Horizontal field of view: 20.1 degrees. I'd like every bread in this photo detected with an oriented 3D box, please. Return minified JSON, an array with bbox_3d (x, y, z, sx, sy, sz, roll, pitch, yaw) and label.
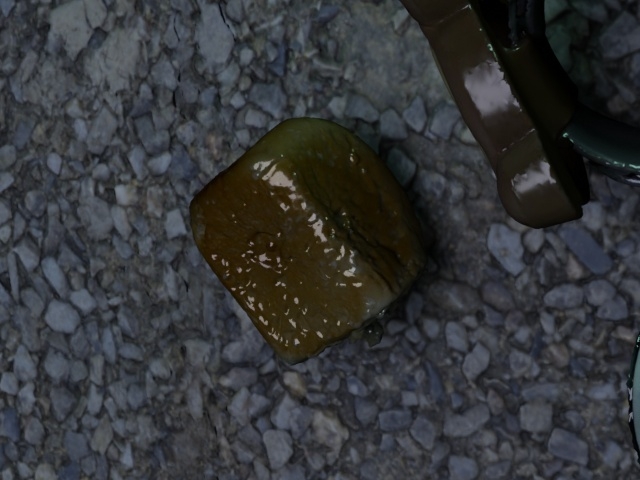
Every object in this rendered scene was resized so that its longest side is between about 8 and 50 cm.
[{"bbox_3d":[0.000,0.000,1.895,0.195,0.176,0.246,-34,93,43],"label":"bread"}]

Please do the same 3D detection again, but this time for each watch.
[{"bbox_3d":[0.267,-0.212,1.612,0.326,0.314,0.335,-28,100,17],"label":"watch"}]

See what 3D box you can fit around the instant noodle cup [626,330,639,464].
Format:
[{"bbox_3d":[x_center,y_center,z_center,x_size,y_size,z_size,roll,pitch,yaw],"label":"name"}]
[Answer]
[{"bbox_3d":[0.449,0.139,1.577,0.312,0.284,0.284,-1,97,42],"label":"instant noodle cup"}]
